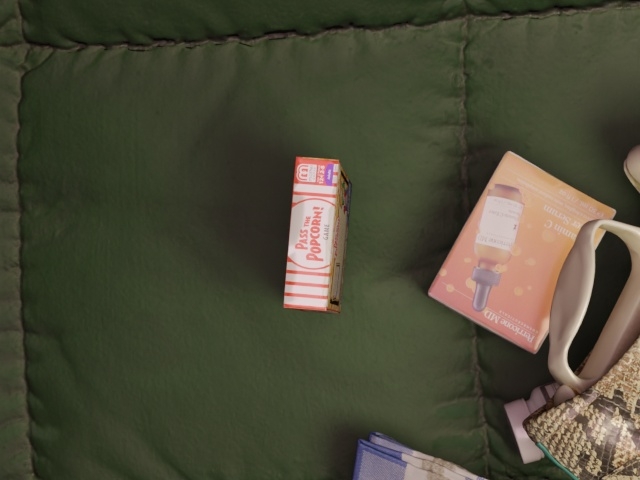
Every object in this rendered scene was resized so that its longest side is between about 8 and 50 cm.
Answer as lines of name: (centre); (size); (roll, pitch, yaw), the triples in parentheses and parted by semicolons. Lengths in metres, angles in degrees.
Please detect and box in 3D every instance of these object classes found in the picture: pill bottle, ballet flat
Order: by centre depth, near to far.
ballet flat: (0.343, 0.015, 1.261); (0.182, 0.164, 0.483); (33, 74, -3)
pill bottle: (0.264, 0.179, 1.344); (0.137, 0.078, 0.078); (-19, 84, 4)

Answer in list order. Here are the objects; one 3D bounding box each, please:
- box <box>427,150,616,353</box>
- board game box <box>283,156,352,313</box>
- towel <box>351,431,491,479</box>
box: (0.207, 0.015, 1.355); (0.130, 0.091, 0.170); (29, 88, 6)
board game box: (0.000, 0.000, 1.322); (0.045, 0.193, 0.147); (5, 86, 5)
towel: (0.150, 0.326, 1.296); (0.285, 0.034, 0.209); (17, 108, 27)
